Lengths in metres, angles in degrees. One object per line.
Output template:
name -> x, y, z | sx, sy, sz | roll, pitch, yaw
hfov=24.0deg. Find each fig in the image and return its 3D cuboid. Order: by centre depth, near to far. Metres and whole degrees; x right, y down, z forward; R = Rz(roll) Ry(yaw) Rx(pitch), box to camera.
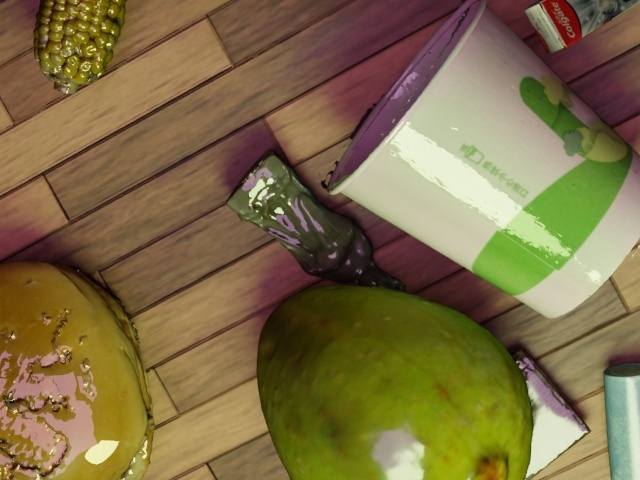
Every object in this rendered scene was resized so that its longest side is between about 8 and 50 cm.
fig -> 0.057, 0.170, 1.538 | 0.326, 0.258, 0.258 | 37, 104, 35

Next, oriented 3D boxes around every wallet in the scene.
wallet -> 0.172, 0.234, 1.648 | 0.230, 0.042, 0.124 | -41, 87, 9

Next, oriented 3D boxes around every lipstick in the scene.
lipstick -> 0.349, 0.271, 1.621 | 0.068, 0.061, 0.274 | -8, 99, 0

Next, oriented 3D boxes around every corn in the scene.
corn -> -0.231, -0.311, 1.580 | 0.097, 0.097, 0.319 | 17, 99, 4

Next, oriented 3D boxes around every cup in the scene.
cup -> 0.178, -0.071, 1.504 | 0.274, 0.253, 0.253 | 38, 102, -7

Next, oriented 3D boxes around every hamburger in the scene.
hamburger -> -0.343, 0.171, 1.643 | 0.305, 0.174, 0.284 | -16, 86, 3

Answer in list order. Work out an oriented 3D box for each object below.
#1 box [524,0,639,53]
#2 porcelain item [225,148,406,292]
box -> 0.304, -0.260, 1.499 | 0.218, 0.039, 0.055 | -33, 95, -18
porcelain item -> 0.000, 0.000, 1.623 | 0.216, 0.069, 0.081 | 41, 97, -6
